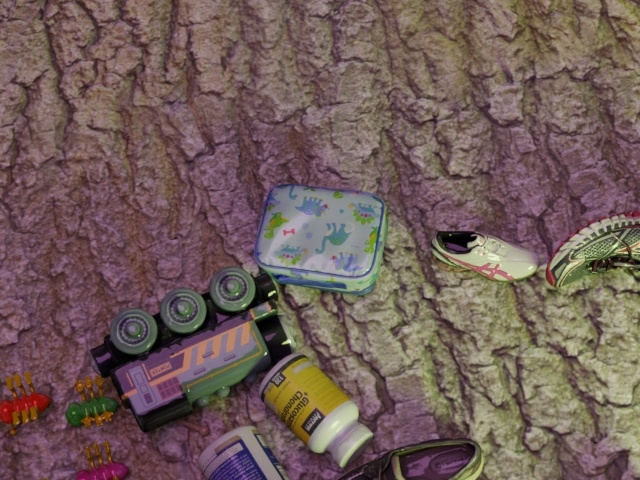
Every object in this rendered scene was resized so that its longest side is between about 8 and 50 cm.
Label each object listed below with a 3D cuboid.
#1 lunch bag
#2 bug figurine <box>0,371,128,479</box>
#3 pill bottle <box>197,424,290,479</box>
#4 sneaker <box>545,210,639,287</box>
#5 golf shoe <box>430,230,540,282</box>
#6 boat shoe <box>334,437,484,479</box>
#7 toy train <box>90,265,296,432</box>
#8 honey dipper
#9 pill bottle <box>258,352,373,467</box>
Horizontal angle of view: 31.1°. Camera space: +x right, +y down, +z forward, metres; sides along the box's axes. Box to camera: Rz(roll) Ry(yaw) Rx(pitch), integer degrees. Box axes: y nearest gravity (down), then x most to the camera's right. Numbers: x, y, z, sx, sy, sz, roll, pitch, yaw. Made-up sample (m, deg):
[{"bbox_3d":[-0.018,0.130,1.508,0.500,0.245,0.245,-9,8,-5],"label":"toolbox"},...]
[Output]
[{"bbox_3d":[0.000,0.000,1.980,0.219,0.090,0.176,6,66,10],"label":"lunch bag"},{"bbox_3d":[-0.430,0.347,1.890,0.216,0.072,0.279,-13,60,-6],"label":"bug figurine"},{"bbox_3d":[-0.101,0.395,1.805,0.112,0.112,0.187,-32,66,-8],"label":"pill bottle"},{"bbox_3d":[0.514,0.013,1.894,0.299,0.121,0.112,-20,67,-2],"label":"sneaker"},{"bbox_3d":[0.277,0.024,1.938,0.186,0.086,0.067,7,66,9],"label":"golf shoe"},{"bbox_3d":[0.120,0.372,1.796,0.285,0.092,0.103,-18,62,-4],"label":"boat shoe"},{"bbox_3d":[-0.204,0.177,1.896,0.334,0.142,0.190,-23,77,-15],"label":"toy train"},{"bbox_3d":[-0.258,0.290,1.917,0.160,0.030,0.030,20,70,13],"label":"honey dipper"},{"bbox_3d":[-0.005,0.275,1.851,0.103,0.103,0.184,-43,68,-12],"label":"pill bottle"}]
